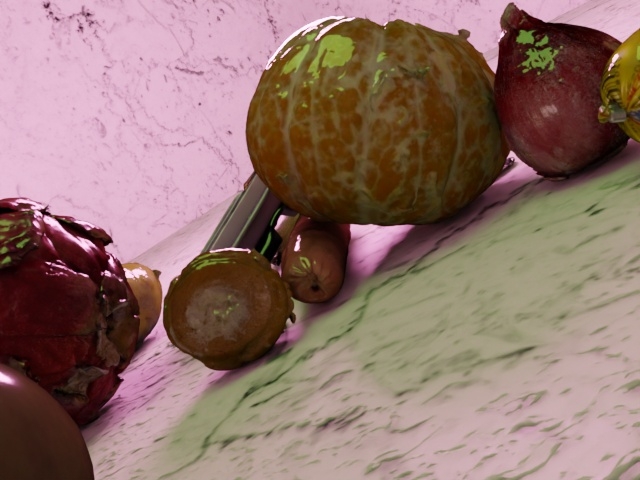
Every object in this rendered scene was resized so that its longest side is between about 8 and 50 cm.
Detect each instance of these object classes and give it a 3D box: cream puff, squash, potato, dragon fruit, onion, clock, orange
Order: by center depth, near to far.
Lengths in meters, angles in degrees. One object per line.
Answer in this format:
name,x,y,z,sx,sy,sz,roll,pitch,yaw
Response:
onion,0.251,-0.167,0.843,0.159,0.195,0.159,-38,3,2
cream puff,-0.101,0.074,0.865,0.144,0.126,0.103,-25,-5,-1
orange,0.070,-0.144,0.983,0.330,0.249,0.329,5,14,-1
dragon fruit,-0.389,0.100,1.010,0.329,0.329,0.329,-29,10,6
clock,0.223,-0.090,1.068,0.083,0.010,0.074,-35,11,-27
clock,-0.108,-0.009,1.167,0.253,0.083,0.186,-62,9,-29
potato,-0.350,0.132,1.267,0.248,0.144,0.169,-53,-14,-56
squash,-0.017,-0.048,1.373,0.080,0.071,0.318,-8,23,45

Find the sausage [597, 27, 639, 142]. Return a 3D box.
sausage,0.399,-0.192,0.737,0.347,0.123,0.123,-33,10,-13

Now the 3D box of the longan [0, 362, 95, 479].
longan,-0.276,0.181,0.493,0.258,0.258,0.258,-29,10,6

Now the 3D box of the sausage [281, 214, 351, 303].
sausage,-0.002,0.000,1.064,0.088,0.087,0.433,-28,10,10
